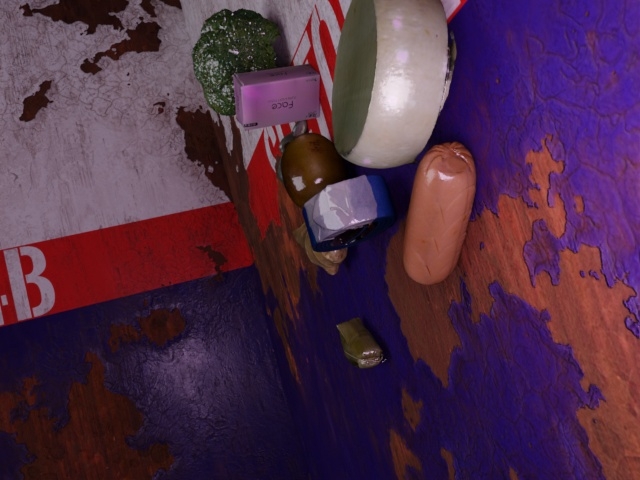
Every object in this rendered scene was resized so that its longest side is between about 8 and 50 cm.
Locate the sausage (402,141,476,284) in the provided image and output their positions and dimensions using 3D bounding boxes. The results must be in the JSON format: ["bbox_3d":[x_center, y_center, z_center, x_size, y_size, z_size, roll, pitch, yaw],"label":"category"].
[{"bbox_3d":[0.231,-0.049,1.198,0.121,0.121,0.304,-120,23,-43],"label":"sausage"}]

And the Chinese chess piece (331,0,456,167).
[{"bbox_3d":[0.125,-0.311,1.161,0.349,0.146,0.349,-176,90,-78],"label":"Chinese chess piece"}]

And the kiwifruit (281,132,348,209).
[{"bbox_3d":[-0.021,-0.202,1.772,0.196,0.196,0.234,111,148,-62],"label":"kiwifruit"}]

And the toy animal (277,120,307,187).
[{"bbox_3d":[-0.099,-0.297,2.080,0.138,0.108,0.236,-135,36,-60],"label":"toy animal"}]

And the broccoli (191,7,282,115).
[{"bbox_3d":[-0.278,-0.612,2.108,0.413,0.310,0.321,28,148,20],"label":"broccoli"}]

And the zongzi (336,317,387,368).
[{"bbox_3d":[0.134,0.371,1.879,0.205,0.094,0.204,-132,29,-57],"label":"zongzi"}]

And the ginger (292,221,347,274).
[{"bbox_3d":[0.000,0.000,1.980,0.354,0.126,0.190,-135,25,-64],"label":"ginger"}]

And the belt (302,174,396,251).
[{"bbox_3d":[0.066,-0.062,1.561,0.347,0.212,0.117,130,126,-74],"label":"belt"}]

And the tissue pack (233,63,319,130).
[{"bbox_3d":[-0.131,-0.435,1.836,0.092,0.246,0.149,-123,25,-47],"label":"tissue pack"}]
